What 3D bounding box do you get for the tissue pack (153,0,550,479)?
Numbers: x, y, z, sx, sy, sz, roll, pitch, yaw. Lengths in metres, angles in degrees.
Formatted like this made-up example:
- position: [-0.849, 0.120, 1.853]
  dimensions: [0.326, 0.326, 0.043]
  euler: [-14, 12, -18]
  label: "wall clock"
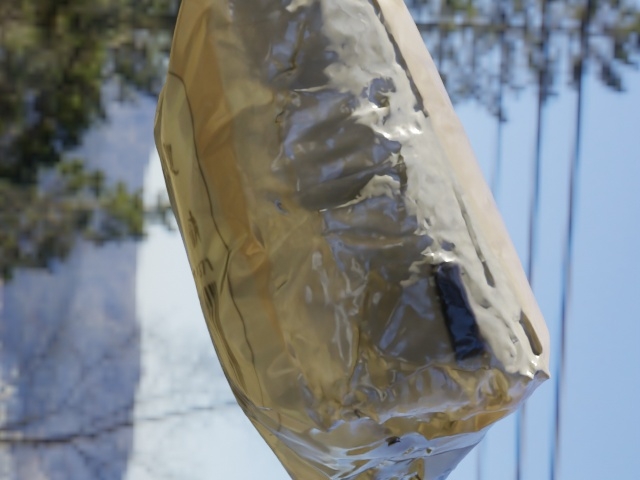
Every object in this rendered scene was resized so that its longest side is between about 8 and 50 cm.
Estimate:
- position: [0.000, 0.000, 1.208]
  dimensions: [0.375, 0.195, 0.390]
  euler: [111, -39, -76]
  label: "tissue pack"
